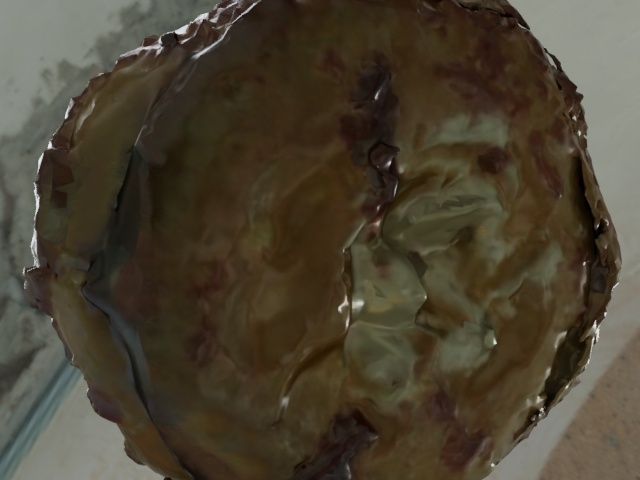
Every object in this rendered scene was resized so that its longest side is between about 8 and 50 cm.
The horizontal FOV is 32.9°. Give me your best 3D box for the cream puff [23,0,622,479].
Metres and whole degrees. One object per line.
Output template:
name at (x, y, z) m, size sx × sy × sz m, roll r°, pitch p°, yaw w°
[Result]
cream puff at (0.000, 0.001, 0.456) m, size 0.240 × 0.240 × 0.164 m, roll -56°, pitch -149°, yaw -7°
